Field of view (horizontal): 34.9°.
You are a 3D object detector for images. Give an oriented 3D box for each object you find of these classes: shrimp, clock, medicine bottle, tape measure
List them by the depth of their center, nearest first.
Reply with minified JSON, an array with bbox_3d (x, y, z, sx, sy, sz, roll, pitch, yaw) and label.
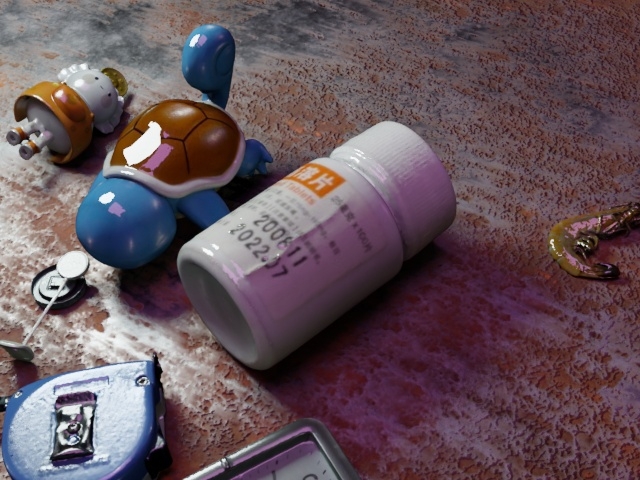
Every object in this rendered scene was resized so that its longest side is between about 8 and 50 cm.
[{"bbox_3d":[-0.059,0.369,1.216,0.273,0.049,0.279,-24,49,-15],"label":"clock"},{"bbox_3d":[-0.372,0.266,1.321,0.351,0.098,0.215,-11,46,-1],"label":"tape measure"},{"bbox_3d":[0.000,0.000,1.446,0.371,0.211,0.211,-35,53,-24],"label":"medicine bottle"},{"bbox_3d":[0.432,0.001,1.518,0.178,0.034,0.124,-14,50,-4],"label":"shrimp"},{"bbox_3d":[-0.400,0.070,1.557,0.085,0.017,0.085,-3,47,3],"label":"clock"}]

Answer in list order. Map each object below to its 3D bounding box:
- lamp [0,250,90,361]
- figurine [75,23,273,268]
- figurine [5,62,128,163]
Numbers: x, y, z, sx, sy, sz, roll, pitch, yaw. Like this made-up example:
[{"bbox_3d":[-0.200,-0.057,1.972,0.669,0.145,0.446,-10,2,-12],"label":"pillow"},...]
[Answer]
[{"bbox_3d":[-0.404,0.088,1.498,0.050,0.056,0.198,12,57,18],"label":"lamp"},{"bbox_3d":[-0.219,-0.123,1.613,0.298,0.243,0.416,22,73,13],"label":"figurine"},{"bbox_3d":[-0.434,-0.225,1.775,0.143,0.143,0.271,11,29,16],"label":"figurine"}]
